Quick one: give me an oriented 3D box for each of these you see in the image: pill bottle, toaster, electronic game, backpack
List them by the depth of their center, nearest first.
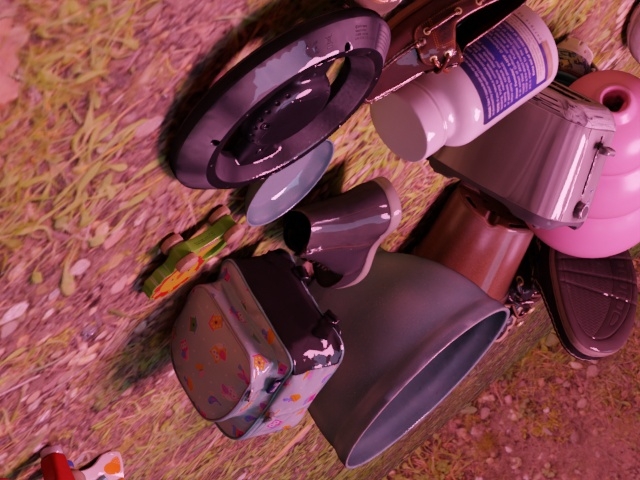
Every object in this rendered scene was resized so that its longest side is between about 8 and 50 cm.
[{"bbox_3d":[-0.034,-0.121,1.199,0.229,0.048,0.229,-33,165,-10],"label":"electronic game"},{"bbox_3d":[0.145,-0.162,1.409,0.187,0.112,0.112,-36,161,-27],"label":"pill bottle"},{"bbox_3d":[-0.078,0.126,1.487,0.144,0.166,0.188,-18,148,-32],"label":"backpack"},{"bbox_3d":[0.231,-0.118,1.582,0.129,0.227,0.146,1,116,-53],"label":"toaster"}]

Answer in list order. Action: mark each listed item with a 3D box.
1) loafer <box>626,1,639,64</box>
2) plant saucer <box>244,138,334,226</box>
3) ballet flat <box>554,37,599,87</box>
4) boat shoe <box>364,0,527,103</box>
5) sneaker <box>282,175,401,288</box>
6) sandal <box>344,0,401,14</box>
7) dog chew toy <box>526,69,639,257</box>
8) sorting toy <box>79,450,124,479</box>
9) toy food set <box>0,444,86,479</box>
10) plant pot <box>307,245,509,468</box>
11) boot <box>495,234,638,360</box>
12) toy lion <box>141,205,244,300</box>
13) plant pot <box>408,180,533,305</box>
[{"bbox_3d":[0.499,-0.317,1.858,0.112,0.111,0.319,-40,163,-13],"label":"loafer"},{"bbox_3d":[-0.036,-0.064,1.376,0.119,0.021,0.119,-40,163,-15],"label":"plant saucer"},{"bbox_3d":[0.325,-0.231,1.774,0.070,0.070,0.188,-47,165,9],"label":"ballet flat"},{"bbox_3d":[0.114,-0.200,1.318,0.207,0.073,0.073,-42,164,-4],"label":"boat shoe"},{"bbox_3d":[0.000,0.000,1.553,0.118,0.083,0.222,-15,159,-23],"label":"sneaker"},{"bbox_3d":[0.054,-0.232,1.139,0.072,0.049,0.180,-42,163,-8],"label":"sandal"},{"bbox_3d":[0.354,-0.107,1.740,0.206,0.206,0.332,-41,162,-10],"label":"dog chew toy"},{"bbox_3d":[-0.284,0.299,1.649,0.075,0.045,0.083,2,134,-42],"label":"sorting toy"},{"bbox_3d":[-0.320,0.285,1.479,0.111,0.104,0.232,-37,149,24],"label":"toy food set"},{"bbox_3d":[0.075,0.127,1.785,0.293,0.196,0.293,-40,163,-15],"label":"plant pot"},{"bbox_3d":[0.322,0.064,2.036,0.138,0.377,0.284,9,141,-24],"label":"boot"},{"bbox_3d":[-0.130,0.019,1.348,0.100,0.034,0.096,-33,167,-34],"label":"toy lion"},{"bbox_3d":[0.218,0.010,1.925,0.167,0.167,0.165,-22,146,-51],"label":"plant pot"}]
